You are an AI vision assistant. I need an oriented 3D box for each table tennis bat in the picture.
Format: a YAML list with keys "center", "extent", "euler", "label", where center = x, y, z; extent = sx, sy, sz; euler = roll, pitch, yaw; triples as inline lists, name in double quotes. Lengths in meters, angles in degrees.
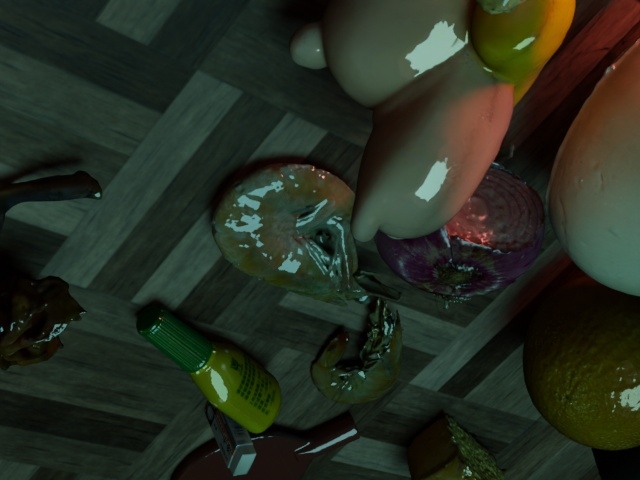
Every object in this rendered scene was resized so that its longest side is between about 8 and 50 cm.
- center: [-0.086, 0.352, 1.802]
  extent: [0.310, 0.038, 0.200]
  euler: [-23, 139, -3]
  label: "table tennis bat"

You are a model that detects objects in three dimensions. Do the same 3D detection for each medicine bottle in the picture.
- center: [-0.147, 0.168, 1.550]
  extent: [0.064, 0.095, 0.260]
  euler: [-15, 138, 32]
  label: "medicine bottle"

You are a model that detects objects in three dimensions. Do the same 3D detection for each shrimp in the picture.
- center: [0.000, 0.000, 1.458]
  extent: [0.317, 0.077, 0.168]
  euler: [26, 116, -38]
  label: "shrimp"
- center: [0.056, 0.166, 1.686]
  extent: [0.133, 0.053, 0.236]
  euler: [6, 137, -4]
  label: "shrimp"

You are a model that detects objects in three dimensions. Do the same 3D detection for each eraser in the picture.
- center: [-0.128, 0.270, 1.634]
  extent: [0.029, 0.122, 0.052]
  euler: [-3, 135, -29]
  label: "eraser"

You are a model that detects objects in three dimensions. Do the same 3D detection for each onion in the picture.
- center: [0.166, -0.011, 1.456]
  extent: [0.207, 0.200, 0.200]
  euler: [-9, 137, -32]
  label: "onion"

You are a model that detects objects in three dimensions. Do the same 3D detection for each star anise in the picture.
- center: [-0.350, 0.060, 1.303]
  extent: [0.346, 0.148, 0.237]
  euler: [-51, 155, 23]
  label: "star anise"

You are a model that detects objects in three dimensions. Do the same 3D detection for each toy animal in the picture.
- center: [0.100, -0.189, 1.223]
  extent: [0.247, 0.277, 0.345]
  euler: [30, 108, 4]
  label: "toy animal"

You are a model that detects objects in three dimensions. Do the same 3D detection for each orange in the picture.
- center: [0.435, 0.175, 1.710]
  extent: [0.274, 0.274, 0.274]
  euler: [-14, 137, -13]
  label: "orange"

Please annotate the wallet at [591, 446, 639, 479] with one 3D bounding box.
- center: [0.563, 0.219, 1.814]
  extent: [0.062, 0.228, 0.406]
  euler: [12, 133, -29]
  label: "wallet"

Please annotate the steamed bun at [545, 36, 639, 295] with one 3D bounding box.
- center: [0.466, -0.086, 1.411]
  extent: [0.374, 0.241, 0.374]
  euler: [-31, 147, -23]
  label: "steamed bun"

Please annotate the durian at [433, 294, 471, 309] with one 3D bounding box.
- center: [0.189, 0.054, 1.599]
  extent: [0.080, 0.080, 0.091]
  euler: [8, 100, -32]
  label: "durian"

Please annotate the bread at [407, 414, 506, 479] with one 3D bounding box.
- center: [0.224, 0.397, 1.939]
  extent: [0.139, 0.143, 0.229]
  euler: [-28, 137, 19]
  label: "bread"

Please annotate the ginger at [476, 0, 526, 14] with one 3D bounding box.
- center: [0.137, -0.405, 1.038]
  extent: [0.363, 0.348, 0.122]
  euler: [-42, -170, -39]
  label: "ginger"
